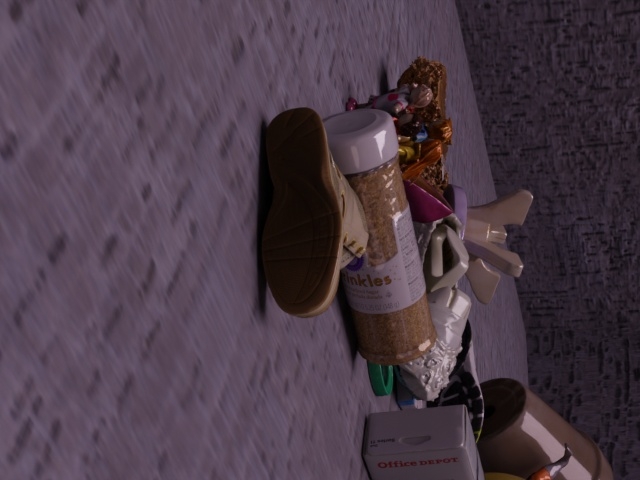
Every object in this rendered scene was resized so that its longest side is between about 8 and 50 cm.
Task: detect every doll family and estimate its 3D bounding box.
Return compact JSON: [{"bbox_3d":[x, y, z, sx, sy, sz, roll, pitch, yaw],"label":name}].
[{"bbox_3d":[0.119,-0.158,1.721,0.263,0.163,0.118,-65,145,-65],"label":"doll family"}]

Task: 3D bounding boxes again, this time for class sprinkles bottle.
[{"bbox_3d":[0.076,-0.001,1.559,0.121,0.121,0.355,-70,149,-61],"label":"sprinkles bottle"}]

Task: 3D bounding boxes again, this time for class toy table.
[{"bbox_3d":[0.310,-0.001,2.251,0.274,0.161,0.252,-84,-168,-58],"label":"toy table"}]

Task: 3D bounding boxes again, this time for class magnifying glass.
[{"bbox_3d":[0.080,0.131,1.715,0.092,0.026,0.231,-57,140,-68],"label":"magnifying glass"}]

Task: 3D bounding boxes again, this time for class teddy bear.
[{"bbox_3d":[0.188,-0.185,2.166,0.338,0.113,0.245,77,21,-51],"label":"teddy bear"}]

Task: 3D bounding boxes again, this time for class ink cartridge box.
[{"bbox_3d":[0.161,0.346,1.652,0.087,0.153,0.208,-81,160,-49],"label":"ink cartridge box"},{"bbox_3d":[0.153,0.269,1.906,0.083,0.028,0.048,60,27,-55],"label":"ink cartridge box"}]

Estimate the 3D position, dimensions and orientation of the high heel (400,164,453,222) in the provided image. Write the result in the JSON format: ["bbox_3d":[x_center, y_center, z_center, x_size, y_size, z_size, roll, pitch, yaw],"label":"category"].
[{"bbox_3d":[0.153,-0.132,1.931,0.082,0.117,0.244,-73,152,-58],"label":"high heel"}]

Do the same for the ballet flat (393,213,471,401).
[{"bbox_3d":[0.198,0.088,1.949,0.409,0.147,0.147,-86,162,-47],"label":"ballet flat"}]

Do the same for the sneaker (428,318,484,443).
[{"bbox_3d":[0.270,0.291,2.203,0.121,0.111,0.299,66,24,-60],"label":"sneaker"}]

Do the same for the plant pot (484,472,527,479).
[{"bbox_3d":[0.296,0.521,1.949,0.239,0.254,0.254,-177,-100,-90],"label":"plant pot"}]

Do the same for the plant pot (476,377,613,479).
[{"bbox_3d":[0.409,0.450,2.334,0.280,0.323,0.323,57,25,-25],"label":"plant pot"}]

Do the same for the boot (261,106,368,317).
[{"bbox_3d":[0.000,0.000,1.331,0.203,0.095,0.262,60,21,-58],"label":"boot"}]

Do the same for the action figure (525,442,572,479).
[{"bbox_3d":[0.408,0.602,2.139,0.341,0.330,0.178,61,9,21],"label":"action figure"}]
